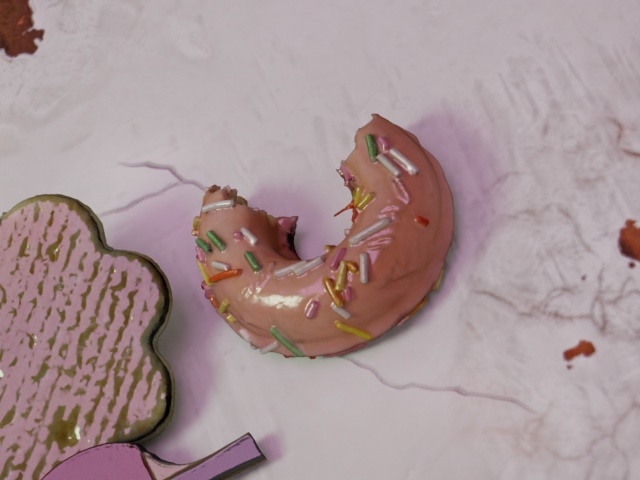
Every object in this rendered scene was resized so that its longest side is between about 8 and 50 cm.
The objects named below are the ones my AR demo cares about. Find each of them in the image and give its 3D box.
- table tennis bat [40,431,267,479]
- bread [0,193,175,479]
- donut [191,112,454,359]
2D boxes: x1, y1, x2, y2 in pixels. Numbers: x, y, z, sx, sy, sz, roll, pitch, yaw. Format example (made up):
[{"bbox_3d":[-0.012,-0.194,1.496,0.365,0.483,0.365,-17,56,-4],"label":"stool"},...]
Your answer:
[{"bbox_3d":[-0.148,0.220,1.624,0.220,0.019,0.130,-28,79,-3],"label":"table tennis bat"},{"bbox_3d":[-0.222,0.114,1.681,0.207,0.056,0.286,23,83,4],"label":"bread"},{"bbox_3d":[0.000,0.000,1.672,0.233,0.085,0.199,-25,57,10],"label":"donut"}]
